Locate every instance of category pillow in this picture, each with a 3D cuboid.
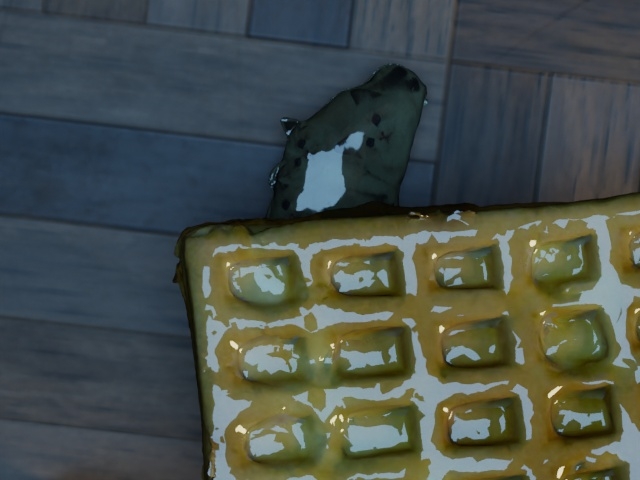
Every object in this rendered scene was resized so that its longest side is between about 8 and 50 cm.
[{"bbox_3d":[0.000,-0.001,1.142,0.093,0.051,0.241,13,94,-15],"label":"pillow"}]

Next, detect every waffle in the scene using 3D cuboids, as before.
[{"bbox_3d":[0.083,0.082,1.052,0.328,0.098,0.224,-5,82,-6],"label":"waffle"}]
